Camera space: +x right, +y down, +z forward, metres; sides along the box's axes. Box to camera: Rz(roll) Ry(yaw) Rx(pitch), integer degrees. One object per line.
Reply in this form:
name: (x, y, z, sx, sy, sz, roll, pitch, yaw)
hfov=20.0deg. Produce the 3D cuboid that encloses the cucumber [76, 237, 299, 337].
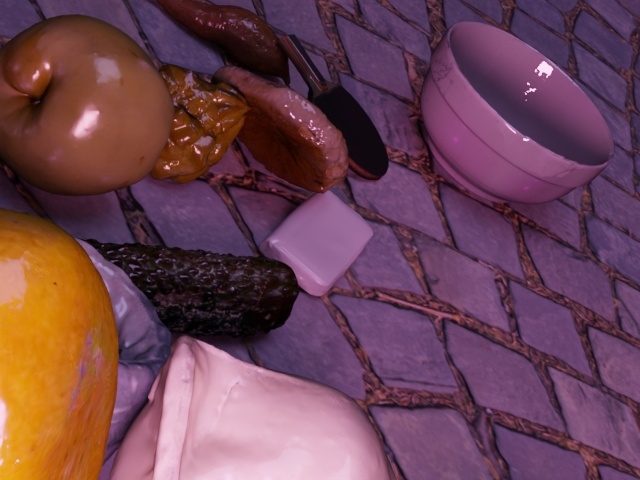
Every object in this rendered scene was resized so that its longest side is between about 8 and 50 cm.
cucumber: (-0.141, 0.052, 1.815, 0.359, 0.096, 0.096, 8, 41, -47)

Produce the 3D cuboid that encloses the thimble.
thimble: (-0.262, 0.095, 1.534, 0.250, 0.172, 0.205, 31, 25, -18)

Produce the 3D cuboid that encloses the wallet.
wallet: (0.000, 0.000, 2.104, 0.095, 0.033, 0.190, 42, 29, 3)

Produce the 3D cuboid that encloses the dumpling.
dumpling: (-0.050, 0.272, 1.483, 0.395, 0.233, 0.315, 50, 47, -46)

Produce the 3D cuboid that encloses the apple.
apple: (-0.248, -0.134, 1.865, 0.200, 0.200, 0.200, 28, 30, -18)

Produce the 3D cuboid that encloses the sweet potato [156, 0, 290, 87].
sweet potato: (-0.119, -0.276, 2.336, 0.226, 0.068, 0.068, 31, 29, -12)

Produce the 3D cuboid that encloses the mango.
mango: (-0.243, 0.143, 1.305, 0.182, 0.364, 0.253, 8, 26, 15)

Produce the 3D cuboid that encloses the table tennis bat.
table tennis bat: (0.017, -0.172, 2.334, 0.220, 0.019, 0.130, 56, 27, 0)

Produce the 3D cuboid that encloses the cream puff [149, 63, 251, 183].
cream puff: (-0.158, -0.139, 2.041, 0.146, 0.116, 0.146, 31, 30, -21)

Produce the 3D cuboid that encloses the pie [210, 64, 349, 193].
pie: (-0.045, -0.127, 2.115, 0.195, 0.195, 0.046, 40, 72, 3)

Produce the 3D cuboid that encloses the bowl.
bowl: (0.250, -0.154, 2.497, 0.287, 0.143, 0.287, 28, 29, -18)
